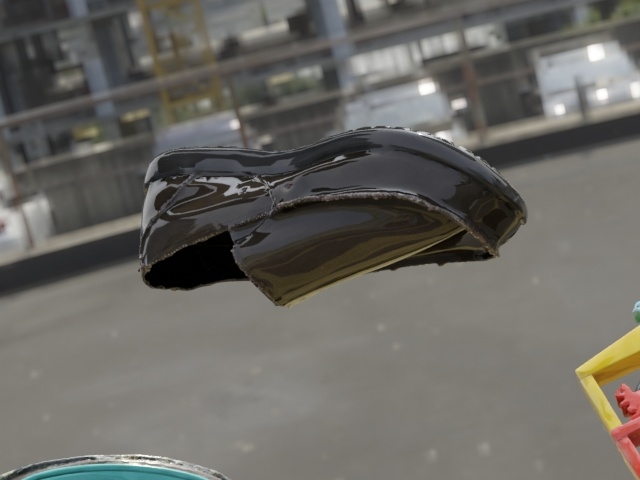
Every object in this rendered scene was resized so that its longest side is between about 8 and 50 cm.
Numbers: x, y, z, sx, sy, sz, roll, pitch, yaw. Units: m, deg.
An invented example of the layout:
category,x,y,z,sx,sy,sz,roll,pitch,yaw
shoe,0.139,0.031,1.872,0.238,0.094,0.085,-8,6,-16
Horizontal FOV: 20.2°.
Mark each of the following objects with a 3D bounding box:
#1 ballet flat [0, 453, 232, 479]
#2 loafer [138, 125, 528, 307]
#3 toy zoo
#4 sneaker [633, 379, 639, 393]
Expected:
category,x,y,z,sx,sy,sz,roll,pitch,yaw
ballet flat,-0.304,0.303,1.665,0.482,0.164,0.182,-11,-12,-13
loafer,0.000,0.000,0.871,0.220,0.080,0.078,-3,60,39
toy zoo,0.383,0.166,1.805,0.192,0.030,0.293,-26,44,-1
sneaker,0.443,0.194,2.012,0.129,0.111,0.297,29,5,27
